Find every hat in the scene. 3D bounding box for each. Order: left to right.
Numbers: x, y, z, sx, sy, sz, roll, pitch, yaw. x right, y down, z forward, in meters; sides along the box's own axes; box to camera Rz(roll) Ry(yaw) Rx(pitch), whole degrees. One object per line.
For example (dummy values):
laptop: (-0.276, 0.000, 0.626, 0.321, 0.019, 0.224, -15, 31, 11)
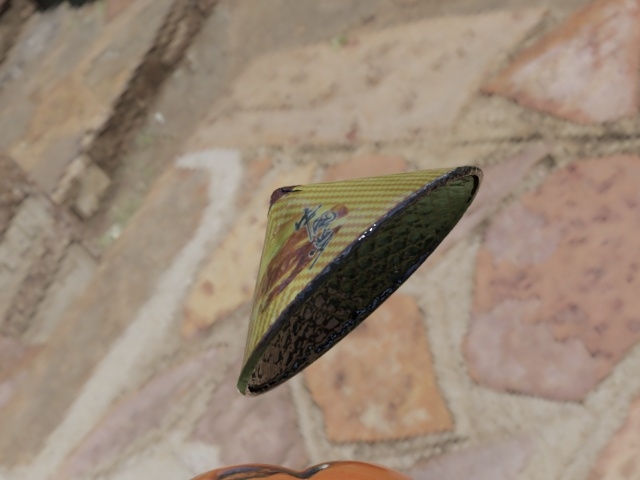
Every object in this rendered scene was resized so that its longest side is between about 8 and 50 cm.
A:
hat: (0.000, 0.000, 0.933, 0.193, 0.082, 0.193, -42, -13, -12)

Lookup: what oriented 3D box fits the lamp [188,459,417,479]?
lamp: (-0.006, 0.172, 0.573, 0.187, 0.188, 0.164, -51, -3, -17)
